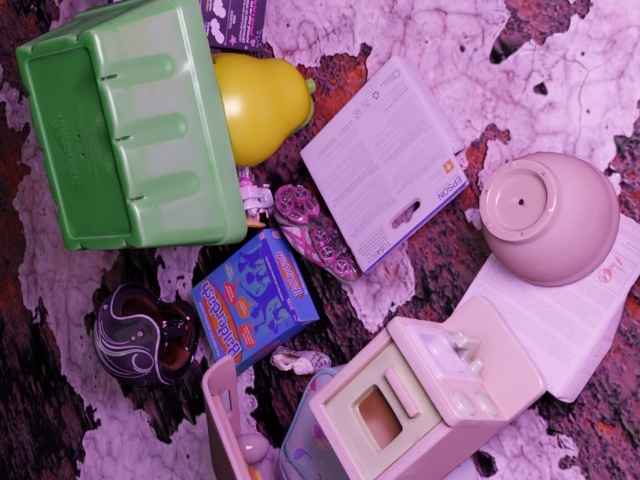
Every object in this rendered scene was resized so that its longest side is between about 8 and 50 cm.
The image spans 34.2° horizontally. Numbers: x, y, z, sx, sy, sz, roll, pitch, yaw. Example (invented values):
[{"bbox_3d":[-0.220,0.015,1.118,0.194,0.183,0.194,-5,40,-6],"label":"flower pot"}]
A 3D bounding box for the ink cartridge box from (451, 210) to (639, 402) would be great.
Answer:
[{"bbox_3d":[0.290,0.054,1.266,0.181,0.056,0.224,38,100,37],"label":"ink cartridge box"}]

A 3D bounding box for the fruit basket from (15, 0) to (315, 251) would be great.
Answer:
[{"bbox_3d":[-0.201,-0.173,1.494,0.283,0.392,0.392,-3,90,38],"label":"fruit basket"}]

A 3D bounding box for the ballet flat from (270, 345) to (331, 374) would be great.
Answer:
[{"bbox_3d":[-0.034,0.187,1.578,0.114,0.041,0.041,5,95,44],"label":"ballet flat"}]

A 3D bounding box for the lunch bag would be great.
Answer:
[{"bbox_3d":[0.072,0.322,1.433,0.279,0.108,0.224,43,119,35],"label":"lunch bag"}]

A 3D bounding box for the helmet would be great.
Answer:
[{"bbox_3d":[-0.304,0.161,1.757,0.162,0.169,0.169,12,101,26],"label":"helmet"}]

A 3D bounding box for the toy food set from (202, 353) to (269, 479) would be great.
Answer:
[{"bbox_3d":[-0.092,0.350,1.533,0.219,0.092,0.306,91,157,-47],"label":"toy food set"}]

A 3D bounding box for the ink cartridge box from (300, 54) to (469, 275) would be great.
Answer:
[{"bbox_3d":[0.093,-0.101,1.437,0.223,0.045,0.224,-43,62,34],"label":"ink cartridge box"}]

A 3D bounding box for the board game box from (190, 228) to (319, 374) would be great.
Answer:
[{"bbox_3d":[-0.109,0.100,1.643,0.210,0.047,0.160,-39,66,39],"label":"board game box"}]

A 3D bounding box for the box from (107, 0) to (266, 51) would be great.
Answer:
[{"bbox_3d":[-0.213,-0.393,1.662,0.247,0.142,0.163,17,105,44],"label":"box"}]

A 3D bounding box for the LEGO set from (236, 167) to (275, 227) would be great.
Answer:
[{"bbox_3d":[-0.203,-0.059,1.670,0.287,0.132,0.107,-11,78,21],"label":"LEGO set"}]

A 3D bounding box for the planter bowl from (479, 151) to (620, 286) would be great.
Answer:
[{"bbox_3d":[0.252,-0.034,1.216,0.162,0.109,0.162,-11,72,35],"label":"planter bowl"}]

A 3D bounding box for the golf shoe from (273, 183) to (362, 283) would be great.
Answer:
[{"bbox_3d":[0.000,0.000,1.533,0.186,0.067,0.086,49,154,26],"label":"golf shoe"}]

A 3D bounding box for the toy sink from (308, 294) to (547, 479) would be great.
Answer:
[{"bbox_3d":[0.124,0.185,1.246,0.234,0.131,0.152,-45,58,22],"label":"toy sink"}]
